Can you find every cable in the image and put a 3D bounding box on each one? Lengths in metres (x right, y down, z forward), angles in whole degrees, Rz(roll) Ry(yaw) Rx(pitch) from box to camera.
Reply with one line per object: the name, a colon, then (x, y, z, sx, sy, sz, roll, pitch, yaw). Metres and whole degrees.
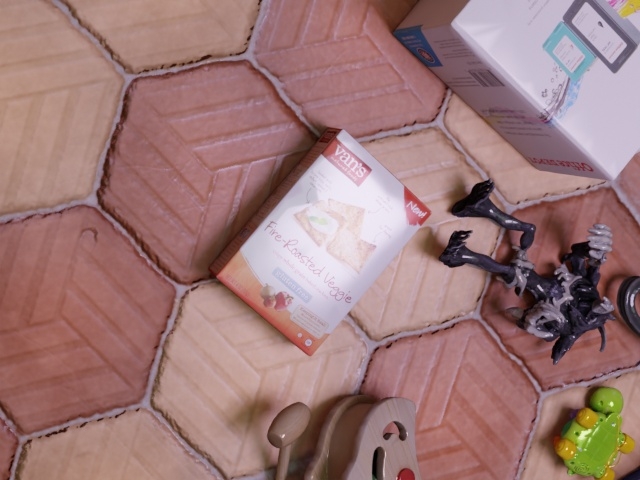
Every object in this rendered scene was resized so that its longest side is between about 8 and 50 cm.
cable: (0.483, 0.163, 1.504, 0.287, 0.072, 0.139, 35, 89, -13)

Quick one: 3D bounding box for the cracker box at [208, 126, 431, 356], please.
cracker box: (0.000, 0.000, 1.352, 0.155, 0.067, 0.232, 41, 85, -16)

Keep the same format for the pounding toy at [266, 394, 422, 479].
pounding toy: (0.041, 0.278, 1.399, 0.154, 0.155, 0.269, -49, 118, -34)

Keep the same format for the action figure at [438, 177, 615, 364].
action figure: (0.283, 0.049, 1.399, 0.275, 0.141, 0.164, 32, 77, -15)

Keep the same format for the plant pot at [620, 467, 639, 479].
plant pot: (0.482, 0.408, 1.428, 0.236, 0.212, 0.236, -28, 84, -12)

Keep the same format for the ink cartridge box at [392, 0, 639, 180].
ink cartridge box: (0.269, -0.232, 1.327, 0.270, 0.198, 0.197, 41, 85, -17)

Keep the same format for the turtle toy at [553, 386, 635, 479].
turtle toy: (0.360, 0.253, 1.481, 0.095, 0.066, 0.130, 35, 87, -18)
